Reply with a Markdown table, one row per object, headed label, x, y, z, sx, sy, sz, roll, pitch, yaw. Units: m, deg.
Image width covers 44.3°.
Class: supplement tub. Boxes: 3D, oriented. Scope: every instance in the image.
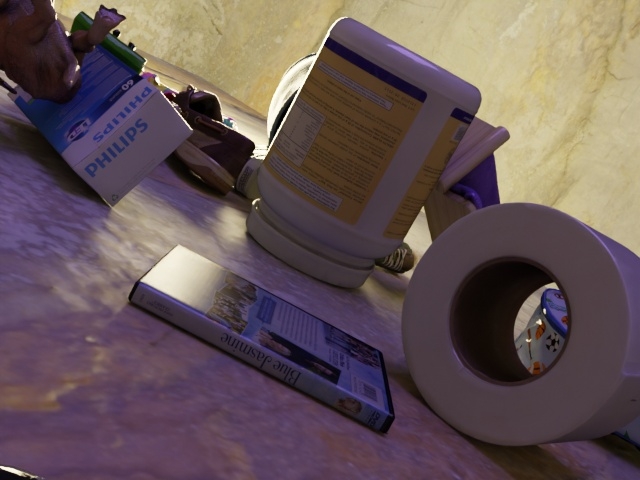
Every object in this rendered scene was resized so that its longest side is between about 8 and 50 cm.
| label | x | y | z | sx | sy | sz | roll | pitch | yaw |
| --- | --- | --- | --- | --- | --- | --- | --- | --- | --- |
| supplement tub | 0.054 | -0.123 | 1.142 | 0.241 | 0.331 | 0.241 | 27 | 15 | -8 |

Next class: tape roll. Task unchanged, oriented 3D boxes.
| label | x | y | z | sx | sy | sz | roll | pitch | yaw |
| --- | --- | --- | --- | --- | --- | --- | --- | --- | --- |
| tape roll | 0.232 | 0.094 | 0.845 | 0.246 | 0.246 | 0.169 | 36 | 12 | 36 |

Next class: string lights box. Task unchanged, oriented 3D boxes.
| label | x | y | z | sx | sy | sz | roll | pitch | yaw |
| --- | --- | --- | --- | --- | --- | --- | --- | --- | --- |
| string lights box | -0.281 | -0.161 | 0.978 | 0.259 | 0.133 | 0.077 | 39 | -10 | 44 |

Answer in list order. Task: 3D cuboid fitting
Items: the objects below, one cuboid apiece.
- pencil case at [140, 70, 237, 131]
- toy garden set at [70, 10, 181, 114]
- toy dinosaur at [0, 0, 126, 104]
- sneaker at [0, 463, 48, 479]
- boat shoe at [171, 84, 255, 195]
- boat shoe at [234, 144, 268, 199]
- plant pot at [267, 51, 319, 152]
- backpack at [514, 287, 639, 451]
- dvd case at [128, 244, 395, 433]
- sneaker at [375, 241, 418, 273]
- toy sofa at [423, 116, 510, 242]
| label | x | y | z | sx | sy | sz | roll | pitch | yaw |
| --- | --- | --- | --- | --- | --- | --- | --- | --- | --- |
| pencil case | -0.277 | -0.245 | 1.554 | 0.236 | 0.104 | 0.104 | 30 | 10 | -2 |
| toy garden set | -0.291 | -0.226 | 1.189 | 0.203 | 0.049 | 0.244 | 37 | -27 | -12 |
| toy dinosaur | -0.350 | -0.231 | 0.933 | 0.296 | 0.200 | 0.127 | 48 | 30 | 22 |
| sneaker | -0.166 | 0.087 | 0.293 | 0.170 | 0.063 | 0.075 | 20 | 19 | -22 |
| boat shoe | -0.219 | -0.203 | 1.371 | 0.123 | 0.123 | 0.342 | 39 | 2 | -42 |
| boat shoe | -0.100 | -0.135 | 1.511 | 0.102 | 0.108 | 0.301 | 34 | 18 | 19 |
| plant pot | 0.028 | -0.209 | 1.390 | 0.271 | 0.272 | 0.255 | 25 | 21 | -22 |
| backpack | 0.417 | 0.174 | 1.121 | 0.263 | 0.213 | 0.276 | 18 | 13 | -1 |
| dvd case | -0.047 | 0.086 | 0.755 | 0.253 | 0.022 | 0.180 | 28 | 9 | -4 |
| sneaker | 0.133 | 0.023 | 1.441 | 0.086 | 0.064 | 0.192 | 26 | 6 | 15 |
| toy sofa | 0.266 | -0.030 | 1.344 | 0.177 | 0.150 | 0.363 | 40 | -18 | 39 |
